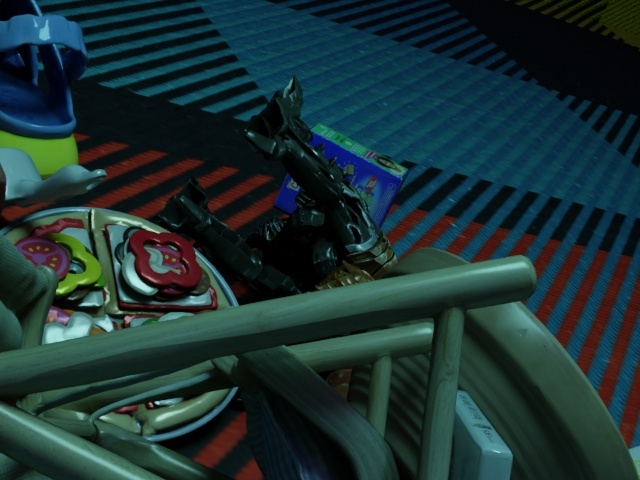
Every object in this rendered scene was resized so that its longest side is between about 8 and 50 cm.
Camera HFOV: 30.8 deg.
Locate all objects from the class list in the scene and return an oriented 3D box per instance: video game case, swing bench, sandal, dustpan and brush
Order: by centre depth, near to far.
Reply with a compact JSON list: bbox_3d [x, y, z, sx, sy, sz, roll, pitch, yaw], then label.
[{"bbox_3d":[-0.056,0.089,0.560,0.255,0.165,0.253,8,-10,-2],"label":"swing bench"},{"bbox_3d":[0.070,0.169,0.618,0.019,0.157,0.143,8,4,-2],"label":"video game case"},{"bbox_3d":[-0.231,-0.034,0.828,0.147,0.211,0.060,-11,81,-54],"label":"dustpan and brush"},{"bbox_3d":[-0.301,-0.184,1.071,0.126,0.138,0.317,-4,35,-46],"label":"sandal"}]

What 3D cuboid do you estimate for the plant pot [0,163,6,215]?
[{"bbox_3d":[-0.340,-0.072,0.667,0.265,0.272,0.272,43,28,19],"label":"plant pot"}]

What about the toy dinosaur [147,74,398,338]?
[{"bbox_3d":[0.000,0.000,0.941,0.218,0.164,0.322,46,-13,-9],"label":"toy dinosaur"}]

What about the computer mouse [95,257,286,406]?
[{"bbox_3d":[-0.116,0.055,0.875,0.193,0.042,0.106,30,30,-3],"label":"computer mouse"}]

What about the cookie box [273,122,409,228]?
[{"bbox_3d":[0.021,-0.054,1.175,0.107,0.092,0.040,29,21,6],"label":"cookie box"}]

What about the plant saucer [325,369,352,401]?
[{"bbox_3d":[0.039,0.131,0.905,0.083,0.013,0.083,22,24,-10],"label":"plant saucer"}]

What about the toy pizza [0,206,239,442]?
[{"bbox_3d":[-0.141,0.048,0.799,0.201,0.032,0.201,17,43,-17],"label":"toy pizza"}]

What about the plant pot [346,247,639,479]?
[{"bbox_3d":[0.090,0.131,0.773,0.110,0.237,0.237,-33,52,-16],"label":"plant pot"}]

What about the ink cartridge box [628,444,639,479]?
[{"bbox_3d":[0.225,0.189,0.925,0.171,0.056,0.235,-3,38,-47],"label":"ink cartridge box"}]
